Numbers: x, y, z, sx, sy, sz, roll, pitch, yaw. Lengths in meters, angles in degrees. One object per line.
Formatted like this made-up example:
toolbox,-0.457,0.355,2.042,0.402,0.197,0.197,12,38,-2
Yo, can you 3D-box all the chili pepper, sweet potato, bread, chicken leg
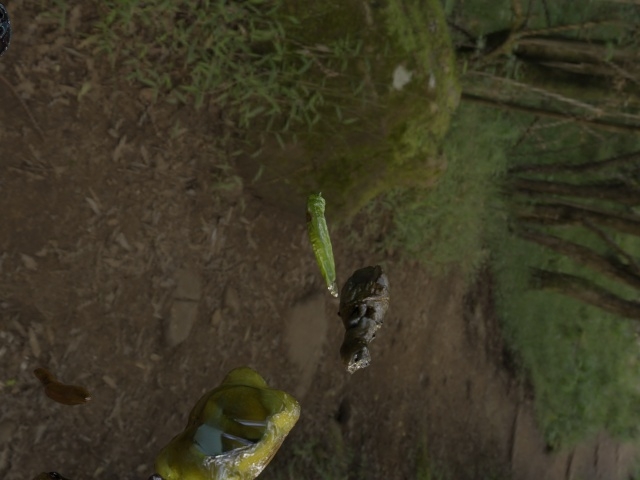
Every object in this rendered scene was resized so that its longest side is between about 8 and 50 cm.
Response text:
chili pepper,0.000,0.000,1.350,0.049,0.043,0.208,107,-24,-68
sweet potato,-0.447,0.258,1.274,0.044,0.179,0.044,-9,102,-48
bread,-0.148,0.313,1.201,0.233,0.160,0.088,-51,167,-30
chicken leg,0.060,0.119,1.103,0.198,0.084,0.069,-77,150,-48

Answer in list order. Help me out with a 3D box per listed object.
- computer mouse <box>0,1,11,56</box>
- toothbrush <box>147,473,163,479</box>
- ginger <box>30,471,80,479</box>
computer mouse,-0.712,-0.395,1.446,0.233,0.096,0.137,-31,152,-27
toothbrush,-0.173,0.496,1.013,0.040,0.364,0.041,-22,161,-8
ginger,-0.419,0.512,1.161,0.269,0.200,0.223,90,14,-51
